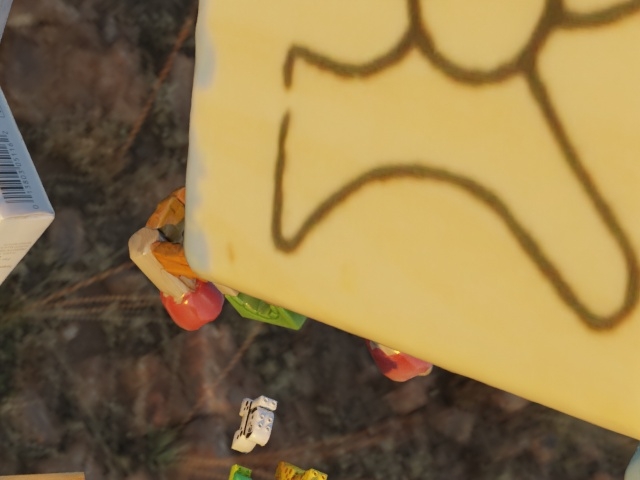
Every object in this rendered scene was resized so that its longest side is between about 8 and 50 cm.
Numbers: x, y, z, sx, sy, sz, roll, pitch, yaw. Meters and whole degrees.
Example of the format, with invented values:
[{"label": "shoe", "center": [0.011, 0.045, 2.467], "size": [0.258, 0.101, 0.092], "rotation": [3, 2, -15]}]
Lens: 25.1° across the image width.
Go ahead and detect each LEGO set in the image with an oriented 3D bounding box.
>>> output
[{"label": "LEGO set", "center": [-0.048, 0.265, 1.445], "size": [0.087, 0.093, 0.227], "rotation": [24, 60, -20]}]

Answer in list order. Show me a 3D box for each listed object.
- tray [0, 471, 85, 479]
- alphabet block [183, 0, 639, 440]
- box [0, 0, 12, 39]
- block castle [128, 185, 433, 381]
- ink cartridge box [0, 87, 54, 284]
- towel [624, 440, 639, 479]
[{"label": "tray", "center": [-0.504, 0.356, 1.797], "size": [0.411, 0.203, 0.076], "rotation": [0, 66, -11]}, {"label": "alphabet block", "center": [0.094, -0.062, 0.444], "size": [0.193, 0.197, 0.192], "rotation": [-6, 106, -40]}, {"label": "box", "center": [-0.276, -0.204, 0.997], "size": [0.114, 0.203, 0.103], "rotation": [34, 44, 1]}, {"label": "block castle", "center": [0.000, 0.000, 1.900], "size": [0.213, 0.453, 0.303], "rotation": [52, 59, -41]}, {"label": "ink cartridge box", "center": [-0.531, -0.050, 1.942], "size": [0.091, 0.385, 0.308], "rotation": [-3, 58, -47]}, {"label": "towel", "center": [0.355, 0.042, 0.740], "size": [0.090, 0.321, 0.374], "rotation": [59, 43, -14]}]
